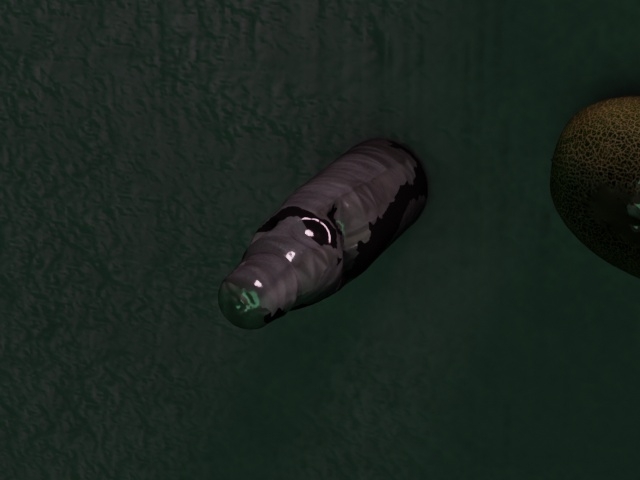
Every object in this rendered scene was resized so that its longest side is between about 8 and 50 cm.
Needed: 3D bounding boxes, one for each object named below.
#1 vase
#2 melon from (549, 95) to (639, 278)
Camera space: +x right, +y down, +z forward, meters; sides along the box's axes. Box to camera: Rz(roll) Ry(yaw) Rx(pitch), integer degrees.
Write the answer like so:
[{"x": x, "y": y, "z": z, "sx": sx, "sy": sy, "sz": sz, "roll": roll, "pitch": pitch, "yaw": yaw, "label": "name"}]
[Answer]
[{"x": 0.000, "y": 0.000, "z": 0.956, "sx": 0.060, "sy": 0.211, "sz": 0.060, "roll": 8, "pitch": 112, "yaw": 20, "label": "vase"}, {"x": 0.199, "y": -0.021, "z": 0.932, "sx": 0.162, "sy": 0.099, "sz": 0.099, "roll": 21, "pitch": 116, "yaw": 15, "label": "melon"}]
